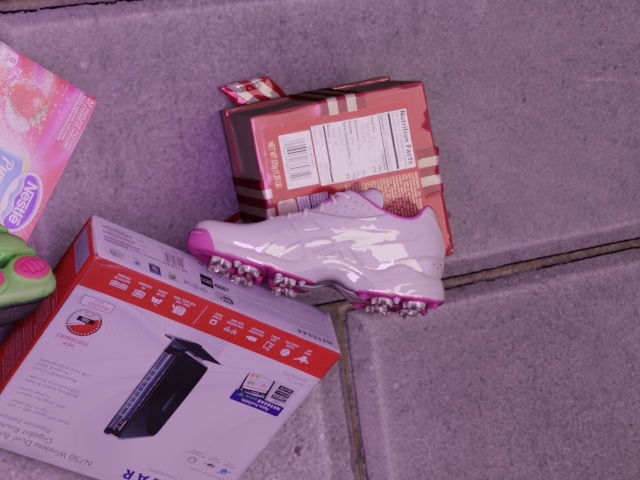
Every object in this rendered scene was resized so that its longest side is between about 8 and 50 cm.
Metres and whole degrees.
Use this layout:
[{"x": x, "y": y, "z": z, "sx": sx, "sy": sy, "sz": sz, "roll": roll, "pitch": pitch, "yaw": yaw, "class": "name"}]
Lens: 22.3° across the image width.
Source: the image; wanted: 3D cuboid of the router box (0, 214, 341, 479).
[{"x": -0.197, "y": 0.157, "z": 1.919, "sx": 0.335, "sy": 0.082, "sz": 0.301, "roll": 23, "pitch": 119, "yaw": -28, "class": "router box"}]

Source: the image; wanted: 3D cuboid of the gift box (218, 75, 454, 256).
[{"x": -0.006, "y": -0.082, "z": 2.027, "sx": 0.276, "sy": 0.258, "sz": 0.255, "roll": -7, "pitch": 97, "yaw": -10, "class": "gift box"}]

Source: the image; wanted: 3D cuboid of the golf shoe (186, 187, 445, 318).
[{"x": 0.000, "y": 0.000, "z": 1.862, "sx": 0.306, "sy": 0.115, "sz": 0.140, "roll": 12, "pitch": 79, "yaw": -15, "class": "golf shoe"}]

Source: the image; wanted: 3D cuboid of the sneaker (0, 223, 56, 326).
[{"x": -0.501, "y": 0.110, "z": 1.658, "sx": 0.483, "sy": 0.185, "sz": 0.202, "roll": -23, "pitch": 142, "yaw": -28, "class": "sneaker"}]

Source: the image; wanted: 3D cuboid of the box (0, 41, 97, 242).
[{"x": -0.401, "y": -0.063, "z": 1.854, "sx": 0.142, "sy": 0.154, "sz": 0.300, "roll": 31, "pitch": 75, "yaw": -26, "class": "box"}]
